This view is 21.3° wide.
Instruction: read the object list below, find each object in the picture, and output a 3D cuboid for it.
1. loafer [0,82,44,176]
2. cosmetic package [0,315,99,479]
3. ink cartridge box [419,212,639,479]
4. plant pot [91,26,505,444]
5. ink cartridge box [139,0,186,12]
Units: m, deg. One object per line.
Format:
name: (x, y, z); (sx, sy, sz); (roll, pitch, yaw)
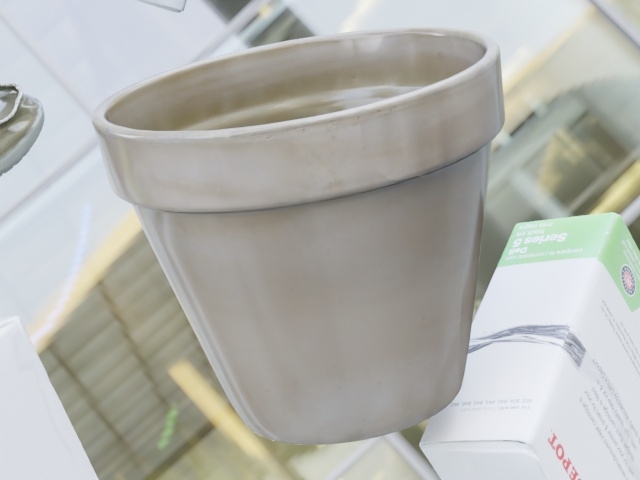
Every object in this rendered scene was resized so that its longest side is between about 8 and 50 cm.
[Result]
loafer: (-0.338, -0.074, 1.391); (0.251, 0.094, 0.087); (-34, -61, -32)
cosmetic package: (-0.208, 0.243, 1.045); (0.155, 0.365, 0.197); (-31, 14, -35)
ink cartridge box: (0.216, 0.141, 1.509); (0.115, 0.198, 0.273); (-5, 41, 37)
plant pot: (0.000, 0.000, 1.368); (0.323, 0.280, 0.323); (-8, 17, 3)
ink cartridge box: (-0.109, -0.238, 1.119); (0.109, 0.063, 0.150); (-126, 51, -64)
